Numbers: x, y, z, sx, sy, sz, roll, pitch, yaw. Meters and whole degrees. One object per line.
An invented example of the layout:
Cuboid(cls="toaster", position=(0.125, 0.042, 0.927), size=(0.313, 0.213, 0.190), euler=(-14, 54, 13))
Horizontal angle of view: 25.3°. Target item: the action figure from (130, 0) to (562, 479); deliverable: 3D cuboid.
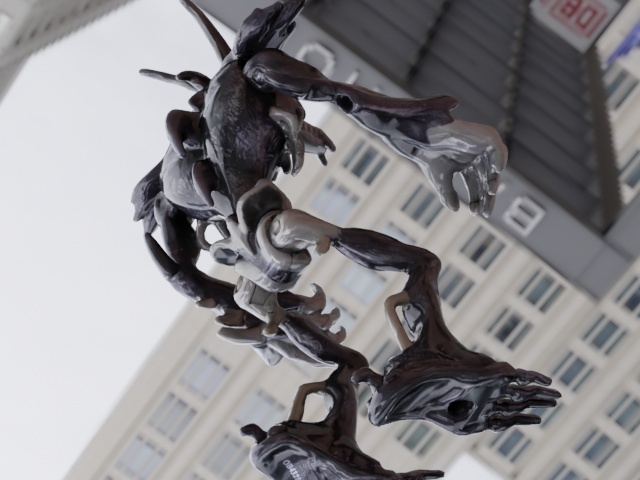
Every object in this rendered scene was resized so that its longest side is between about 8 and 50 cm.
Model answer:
Cuboid(cls="action figure", position=(0.000, 0.000, 0.673), size=(0.141, 0.164, 0.276), euler=(18, -145, -40))
